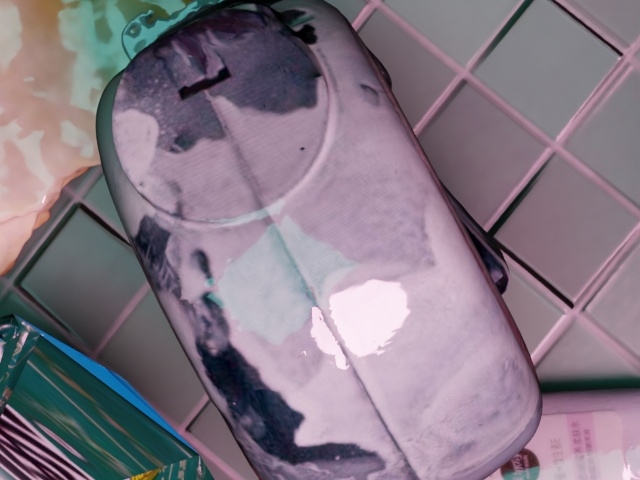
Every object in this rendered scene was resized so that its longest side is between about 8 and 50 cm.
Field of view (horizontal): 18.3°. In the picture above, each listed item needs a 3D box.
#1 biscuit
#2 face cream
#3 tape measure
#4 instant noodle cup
[{"bbox_3d":[-0.222,-0.073,1.092,0.204,0.040,0.309,44,98,5],"label":"biscuit"},{"bbox_3d":[0.087,0.123,1.040,0.198,0.057,0.084,-10,83,9],"label":"face cream"},{"bbox_3d":[0.000,0.000,0.945,0.147,0.256,0.275,-28,98,3],"label":"tape measure"},{"bbox_3d":[-0.181,0.186,0.997,0.240,0.240,0.178,42,141,5],"label":"instant noodle cup"}]
